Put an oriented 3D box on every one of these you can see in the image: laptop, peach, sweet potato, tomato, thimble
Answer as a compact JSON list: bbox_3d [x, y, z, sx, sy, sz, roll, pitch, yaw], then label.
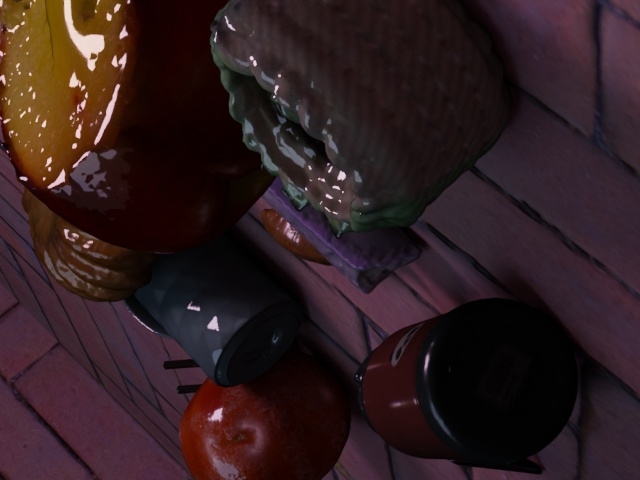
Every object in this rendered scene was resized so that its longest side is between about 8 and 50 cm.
[{"bbox_3d":[0.139,0.212,1.782,0.129,0.016,0.180,12,-173,-34],"label":"laptop"},{"bbox_3d":[-0.172,-0.157,1.458,0.338,0.281,0.281,47,164,9],"label":"peach"},{"bbox_3d":[0.000,-0.002,1.725,0.202,0.058,0.055,17,102,54],"label":"sweet potato"},{"bbox_3d":[-0.077,0.237,2.165,0.188,0.232,0.232,68,160,-9],"label":"tomato"},{"bbox_3d":[0.022,-0.117,1.226,0.219,0.150,0.219,44,164,16],"label":"thimble"}]

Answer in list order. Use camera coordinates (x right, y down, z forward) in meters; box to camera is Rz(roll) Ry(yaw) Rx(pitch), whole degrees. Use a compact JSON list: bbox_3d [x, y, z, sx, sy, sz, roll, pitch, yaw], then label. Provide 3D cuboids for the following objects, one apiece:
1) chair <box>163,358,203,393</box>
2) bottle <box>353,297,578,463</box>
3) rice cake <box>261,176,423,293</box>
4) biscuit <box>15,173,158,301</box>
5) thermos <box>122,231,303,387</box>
[{"bbox_3d":[-0.105,0.164,2.357,0.213,0.101,0.084,1,144,17],"label":"chair"},{"bbox_3d":[0.120,0.136,1.574,0.144,0.144,0.336,50,166,-4],"label":"bottle"},{"bbox_3d":[-0.057,-0.087,1.648,0.399,0.070,0.064,43,167,22],"label":"rice cake"},{"bbox_3d":[-0.295,-0.076,2.018,0.326,0.107,0.325,29,124,55],"label":"biscuit"},{"bbox_3d":[-0.167,0.056,2.098,0.286,0.145,0.182,43,125,27],"label":"thermos"}]
